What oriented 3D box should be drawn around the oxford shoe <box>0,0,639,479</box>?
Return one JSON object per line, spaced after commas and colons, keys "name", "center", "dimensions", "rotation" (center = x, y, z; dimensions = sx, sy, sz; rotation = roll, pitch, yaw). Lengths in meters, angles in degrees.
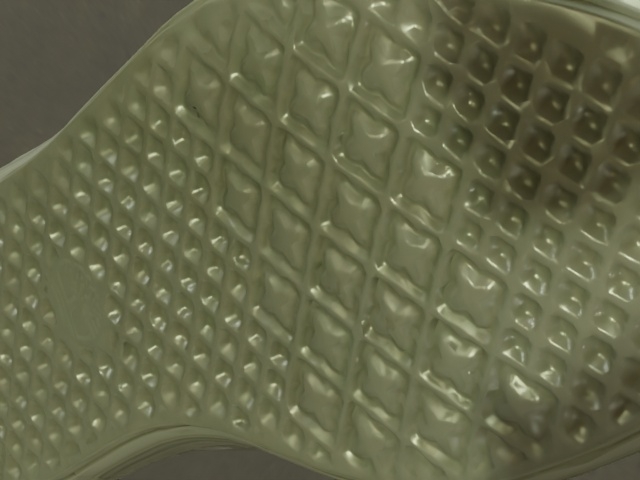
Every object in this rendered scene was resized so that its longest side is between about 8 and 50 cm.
{"name": "oxford shoe", "center": [0.000, 0.000, 0.654], "dimensions": [0.130, 0.449, 0.169], "rotation": [-17, 90, -36]}
